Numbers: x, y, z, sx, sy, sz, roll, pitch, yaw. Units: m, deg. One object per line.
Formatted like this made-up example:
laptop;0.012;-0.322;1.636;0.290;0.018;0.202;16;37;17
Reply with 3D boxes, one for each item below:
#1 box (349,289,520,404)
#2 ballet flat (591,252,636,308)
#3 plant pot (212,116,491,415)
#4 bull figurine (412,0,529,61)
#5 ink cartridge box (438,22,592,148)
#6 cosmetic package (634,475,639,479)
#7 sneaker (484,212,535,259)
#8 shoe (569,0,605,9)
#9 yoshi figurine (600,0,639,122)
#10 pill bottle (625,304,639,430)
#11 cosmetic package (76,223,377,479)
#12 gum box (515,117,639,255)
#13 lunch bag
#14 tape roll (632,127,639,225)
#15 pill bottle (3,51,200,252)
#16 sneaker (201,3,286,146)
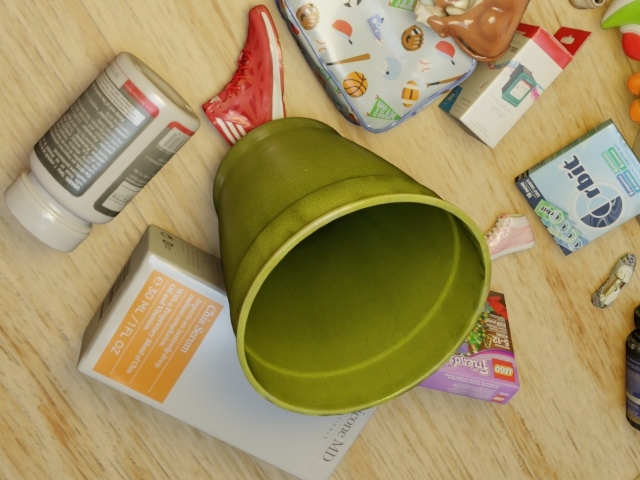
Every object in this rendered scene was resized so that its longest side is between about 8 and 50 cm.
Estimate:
box;0.175;0.145;1.583;0.293;0.201;0.057;14;136;-15
ballet flat;0.526;0.075;1.704;0.041;0.041;0.114;32;100;-16
plant pot;0.000;0.000;1.408;0.366;0.353;0.366;-13;129;-17
bull figurine;0.258;-0.413;1.375;0.188;0.101;0.310;18;107;-13
ink cartridge box;0.303;-0.265;1.514;0.078;0.134;0.231;39;97;-17
cosmetic package;0.629;0.580;1.818;0.151;0.151;0.183;-41;109;4
sneaker;0.296;-0.008;1.638;0.134;0.051;0.070;-17;107;-7
shoe;0.433;-0.472;1.508;0.077;0.058;0.219;-2;108;-8
yoshi figurine;0.583;-0.309;1.480;0.204;0.203;0.362;-15;95;-30
pill bottle;0.607;0.226;1.719;0.123;0.123;0.219;-8;109;-6
cosmetic package;-0.137;0.191;1.576;0.453;0.161;0.230;29;101;-16
gum box;0.444;-0.087;1.603;0.184;0.041;0.157;-34;101;20
lunch bag;0.092;-0.327;1.476;0.243;0.115;0.303;-36;110;-2
tape roll;0.725;-0.121;1.657;0.392;0.072;0.392;-2;107;-8
pill bottle;-0.330;-0.129;1.446;0.283;0.161;0.161;-45;108;7
sneaker;-0.123;-0.245;1.482;0.128;0.087;0.221;-9;107;-7
